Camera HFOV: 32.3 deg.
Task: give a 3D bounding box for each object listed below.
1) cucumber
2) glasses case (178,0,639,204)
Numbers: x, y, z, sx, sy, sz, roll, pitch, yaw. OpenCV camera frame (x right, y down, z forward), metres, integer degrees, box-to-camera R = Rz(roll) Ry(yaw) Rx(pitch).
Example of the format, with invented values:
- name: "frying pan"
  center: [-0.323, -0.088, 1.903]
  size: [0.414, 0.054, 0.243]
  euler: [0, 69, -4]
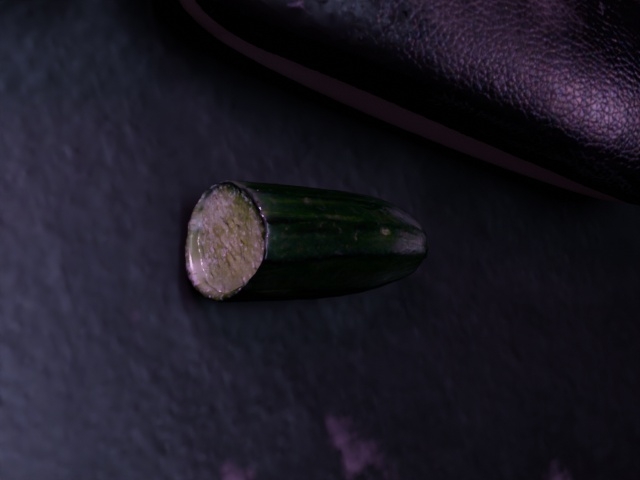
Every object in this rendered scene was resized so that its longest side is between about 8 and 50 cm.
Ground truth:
- name: "cucumber"
  center: [0.000, 0.000, 0.454]
  size: [0.105, 0.048, 0.048]
  euler: [0, 82, -37]
- name: "glasses case"
  center: [0.067, -0.104, 0.499]
  size: [0.314, 0.075, 0.122]
  euler: [17, 75, -32]
